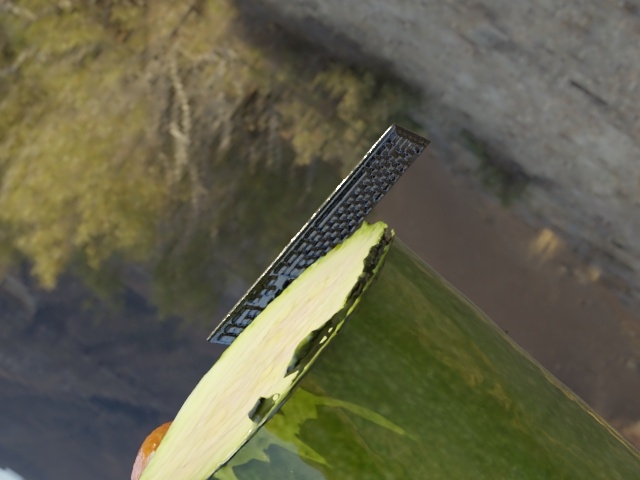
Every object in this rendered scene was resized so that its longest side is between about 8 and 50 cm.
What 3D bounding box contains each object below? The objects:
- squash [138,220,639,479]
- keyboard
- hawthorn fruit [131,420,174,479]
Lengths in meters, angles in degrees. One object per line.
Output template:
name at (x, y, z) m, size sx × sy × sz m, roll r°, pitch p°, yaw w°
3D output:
squash at (0.089, 0.203, 0.895) m, size 0.384 × 0.263 × 0.263 m, roll 43°, pitch 170°, yaw -4°
keyboard at (0.000, 0.000, 1.007) m, size 0.011 × 0.202 × 0.067 m, roll 46°, pitch -166°, yaw 23°
hawthorn fruit at (-0.109, 0.238, 1.372) m, size 0.163 × 0.162 × 0.203 m, roll 36°, pitch 176°, yaw -10°
